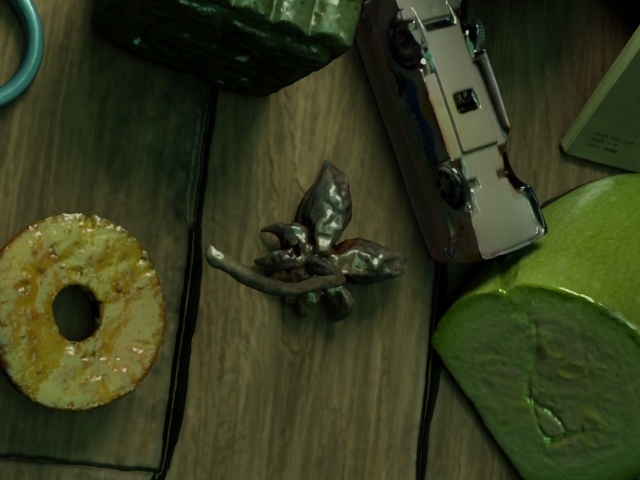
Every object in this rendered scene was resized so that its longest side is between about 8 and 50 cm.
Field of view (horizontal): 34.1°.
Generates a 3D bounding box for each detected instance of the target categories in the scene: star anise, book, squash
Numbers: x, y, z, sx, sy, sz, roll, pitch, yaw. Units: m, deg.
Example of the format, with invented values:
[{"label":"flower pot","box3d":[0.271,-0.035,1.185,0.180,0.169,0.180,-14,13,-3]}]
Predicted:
[{"label":"star anise","box3d":[0.000,0.000,0.838,0.218,0.227,0.148,0,90,-15]},{"label":"book","box3d":[0.394,-0.173,1.037,0.214,0.283,0.025,13,39,-25]},{"label":"squash","box3d":[0.286,0.059,1.050,0.234,0.210,0.309,54,37,-9]}]

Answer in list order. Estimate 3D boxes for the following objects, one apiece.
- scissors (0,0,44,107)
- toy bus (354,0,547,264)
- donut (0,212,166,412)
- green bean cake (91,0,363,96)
[{"label":"scissors","box3d":[-0.378,-0.287,0.783,0.192,0.029,0.447,-30,97,-26]},{"label":"toy bus","box3d":[0.110,-0.116,0.954,0.090,0.112,0.274,-20,93,-26]},{"label":"donut","box3d":[-0.194,0.056,0.816,0.151,0.058,0.152,3,84,-26]},{"label":"green bean cake","box3d":[-0.079,-0.190,0.833,0.185,0.183,0.094,17,80,-24]}]
